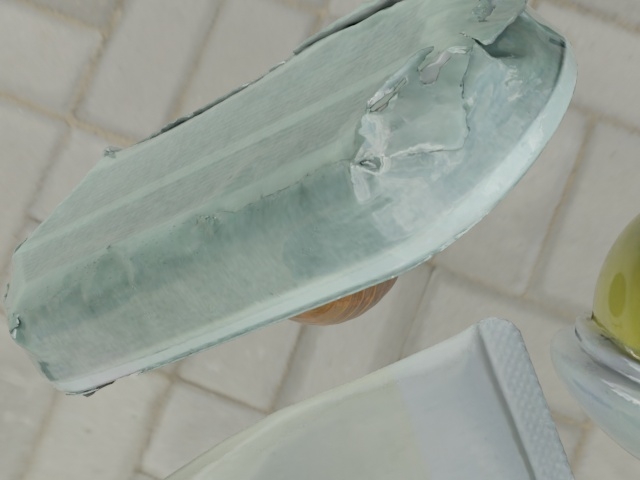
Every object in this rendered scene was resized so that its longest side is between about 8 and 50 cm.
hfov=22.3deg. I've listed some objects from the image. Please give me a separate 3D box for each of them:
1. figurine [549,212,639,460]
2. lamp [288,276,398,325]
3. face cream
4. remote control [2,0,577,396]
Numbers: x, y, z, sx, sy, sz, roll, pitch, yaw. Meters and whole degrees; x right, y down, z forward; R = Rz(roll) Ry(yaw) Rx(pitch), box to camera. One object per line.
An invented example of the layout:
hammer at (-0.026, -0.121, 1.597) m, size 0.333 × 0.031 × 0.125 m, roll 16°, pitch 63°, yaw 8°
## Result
figurine at (0.264, 0.006, 1.130) m, size 0.205 × 0.224 × 0.382 m, roll -23°, pitch 126°, yaw -24°
lamp at (0.000, 0.000, 1.264) m, size 0.136 × 0.136 × 0.136 m, roll 0°, pitch 82°, yaw 0°
face cream at (-0.025, 0.113, 0.470) m, size 0.224 × 0.070 × 0.114 m, roll -21°, pitch 98°, yaw -10°
remote control at (-0.022, -0.015, 0.533) m, size 0.052 × 0.247 × 0.104 m, roll 45°, pitch 47°, yaw -21°
